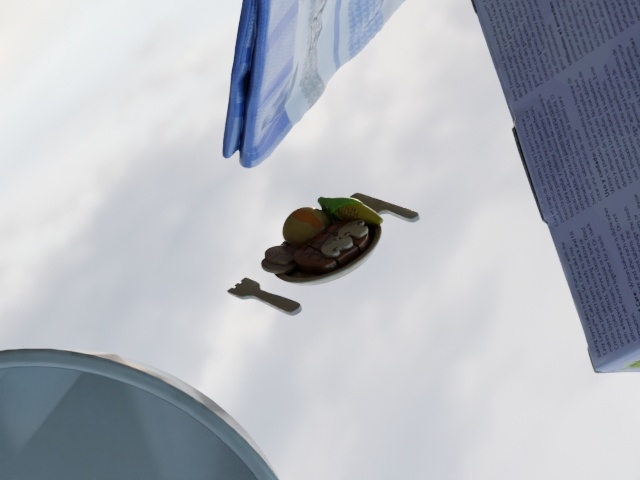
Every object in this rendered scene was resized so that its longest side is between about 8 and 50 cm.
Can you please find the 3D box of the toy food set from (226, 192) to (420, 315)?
[{"bbox_3d":[0.000,0.000,1.708,0.192,0.038,0.132,-38,-148,-25],"label":"toy food set"}]

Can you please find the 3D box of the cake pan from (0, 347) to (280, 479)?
[{"bbox_3d":[-0.139,0.187,0.952,0.293,0.293,0.054,-32,-169,20],"label":"cake pan"}]

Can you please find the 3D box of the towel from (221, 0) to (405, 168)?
[{"bbox_3d":[0.023,-0.200,1.215,0.285,0.034,0.209,-49,161,-37],"label":"towel"}]

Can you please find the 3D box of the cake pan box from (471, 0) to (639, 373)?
[{"bbox_3d":[0.213,-0.090,0.885,0.246,0.070,0.266,-33,-115,40],"label":"cake pan box"}]
